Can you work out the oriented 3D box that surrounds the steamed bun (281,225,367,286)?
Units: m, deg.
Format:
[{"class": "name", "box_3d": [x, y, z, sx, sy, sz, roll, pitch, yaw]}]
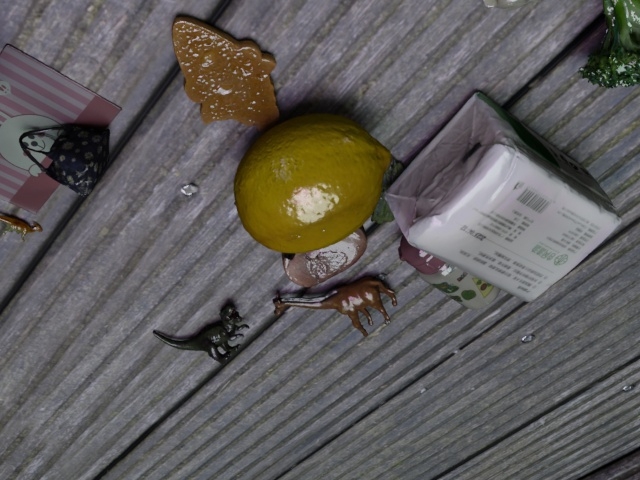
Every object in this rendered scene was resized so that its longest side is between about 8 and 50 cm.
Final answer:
[{"class": "steamed bun", "box_3d": [0.000, 0.000, 1.390, 0.175, 0.145, 0.106, -34, 117, 13]}]

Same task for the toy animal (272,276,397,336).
[{"class": "toy animal", "box_3d": [0.035, 0.143, 1.602, 0.224, 0.066, 0.230, -38, 124, 20]}]

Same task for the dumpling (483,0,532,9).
[{"class": "dumpling", "box_3d": [0.295, -0.390, 1.116, 0.076, 0.057, 0.052, -3, -178, 30]}]

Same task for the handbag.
[{"class": "handbag", "box_3d": [-0.424, -0.148, 1.179, 0.139, 0.115, 0.072, 19, 136, -8]}]

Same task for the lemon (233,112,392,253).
[{"class": "lemon", "box_3d": [-0.022, -0.096, 1.224, 0.263, 0.236, 0.236, -48, 130, 0]}]

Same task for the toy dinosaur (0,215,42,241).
[{"class": "toy dinosaur", "box_3d": [-0.575, -0.026, 1.334, 0.113, 0.026, 0.041, 17, 124, -38]}]

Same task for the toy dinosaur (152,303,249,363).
[{"class": "toy dinosaur", "box_3d": [-0.258, 0.191, 1.634, 0.179, 0.087, 0.187, 37, 109, 4]}]

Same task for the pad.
[{"class": "pad", "box_3d": [-0.501, -0.173, 1.210, 0.202, 0.005, 0.300, 29, 124, -35]}]

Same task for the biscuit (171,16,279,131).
[{"class": "biscuit", "box_3d": [-0.152, -0.265, 1.160, 0.162, 0.035, 0.250, -31, 134, 13]}]

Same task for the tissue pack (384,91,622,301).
[{"class": "tissue pack", "box_3d": [0.338, -0.068, 1.341, 0.356, 0.194, 0.266, 25, 120, -33]}]

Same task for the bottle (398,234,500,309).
[{"class": "bottle", "box_3d": [0.269, 0.048, 1.511, 0.120, 0.120, 0.253, -37, 132, 26]}]

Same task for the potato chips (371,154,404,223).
[{"class": "potato chips", "box_3d": [0.130, -0.104, 1.391, 0.092, 0.028, 0.207, -10, 139, -2]}]

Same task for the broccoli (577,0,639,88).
[{"class": "broccoli", "box_3d": [0.496, -0.344, 1.130, 0.220, 0.194, 0.194, -15, 143, 40]}]
